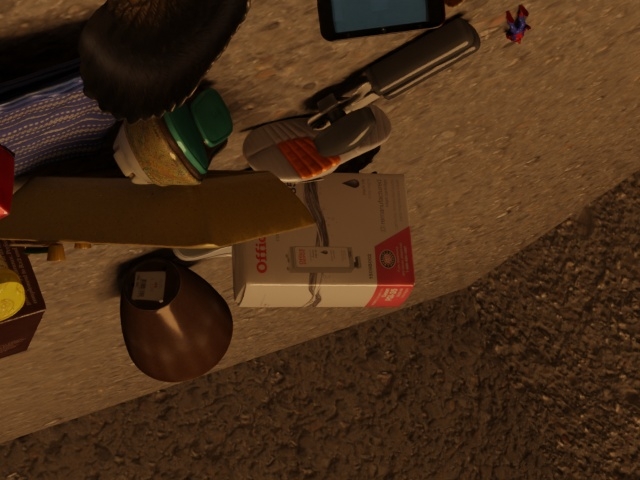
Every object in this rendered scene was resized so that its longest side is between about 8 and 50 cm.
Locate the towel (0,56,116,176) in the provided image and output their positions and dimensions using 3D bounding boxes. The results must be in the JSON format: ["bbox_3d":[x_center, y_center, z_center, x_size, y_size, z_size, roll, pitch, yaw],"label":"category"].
[{"bbox_3d":[-0.326,-0.120,1.371,0.243,0.040,0.336,-23,175,-25],"label":"towel"}]

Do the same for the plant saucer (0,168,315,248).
[{"bbox_3d":[-0.215,-0.050,1.596,0.333,0.081,0.333,3,-173,22],"label":"plant saucer"}]

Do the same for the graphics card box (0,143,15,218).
[{"bbox_3d":[-0.512,-0.037,1.160,0.371,0.094,0.233,-26,136,15],"label":"graphics card box"}]

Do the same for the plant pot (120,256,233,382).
[{"bbox_3d":[-0.291,0.128,2.272,0.215,0.215,0.230,-23,154,-4],"label":"plant pot"}]

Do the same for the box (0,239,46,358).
[{"bbox_3d":[-0.501,0.077,1.692,0.167,0.168,0.203,-16,166,-27],"label":"box"}]

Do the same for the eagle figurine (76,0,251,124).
[{"bbox_3d":[-0.115,-0.262,0.985,0.226,0.225,0.298,-30,159,-18],"label":"eagle figurine"}]

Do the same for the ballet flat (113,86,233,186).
[{"bbox_3d":[-0.184,-0.117,1.429,0.123,0.123,0.348,-26,-172,9],"label":"ballet flat"}]

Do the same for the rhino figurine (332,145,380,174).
[{"bbox_3d":[0.046,-0.115,2.114,0.106,0.073,0.243,-17,164,-20],"label":"rhino figurine"}]

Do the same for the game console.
[{"bbox_3d":[0.064,-0.287,1.328,0.144,0.085,0.124,-7,167,2],"label":"game console"}]

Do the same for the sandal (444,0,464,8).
[{"bbox_3d":[0.143,-0.315,1.444,0.088,0.079,0.240,-25,167,8],"label":"sandal"}]

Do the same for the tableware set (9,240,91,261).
[{"bbox_3d":[-0.318,0.008,1.535,0.104,0.024,0.154,1,-174,10],"label":"tableware set"}]

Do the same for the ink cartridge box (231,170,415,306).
[{"bbox_3d":[0.000,0.000,2.007,0.283,0.207,0.117,0,159,-11],"label":"ink cartridge box"}]

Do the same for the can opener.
[{"bbox_3d":[0.109,-0.215,1.762,0.283,0.095,0.076,-28,168,18],"label":"can opener"}]

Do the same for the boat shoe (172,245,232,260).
[{"bbox_3d":[-0.159,-0.014,2.183,0.226,0.083,0.076,-9,176,-13],"label":"boat shoe"}]

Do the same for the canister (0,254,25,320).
[{"bbox_3d":[-0.467,0.031,1.534,0.126,0.170,0.073,-22,145,-25],"label":"canister"}]

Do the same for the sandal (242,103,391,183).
[{"bbox_3d":[-0.006,-0.137,1.860,0.265,0.102,0.076,-18,164,-32],"label":"sandal"}]

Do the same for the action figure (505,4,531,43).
[{"bbox_3d":[0.298,-0.320,1.829,0.038,0.030,0.115,-30,169,4],"label":"action figure"}]
